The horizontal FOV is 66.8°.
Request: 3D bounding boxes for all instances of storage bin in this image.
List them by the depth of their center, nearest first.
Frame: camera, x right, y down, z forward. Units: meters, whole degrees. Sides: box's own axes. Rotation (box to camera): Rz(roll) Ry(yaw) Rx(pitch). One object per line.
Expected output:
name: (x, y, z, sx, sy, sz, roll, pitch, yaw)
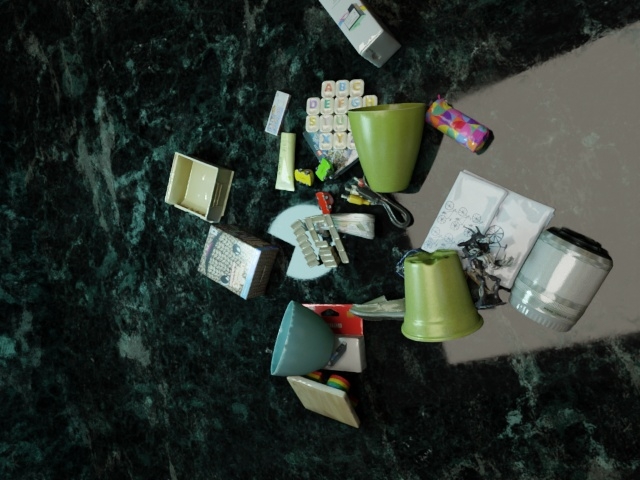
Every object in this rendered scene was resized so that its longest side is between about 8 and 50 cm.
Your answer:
storage bin: (-0.563, -0.243, 2.245, 0.263, 0.123, 0.260, 23, 104, 25)

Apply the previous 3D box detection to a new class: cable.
cable: (0.231, -0.157, 1.873, 0.287, 0.072, 0.139, 32, 76, 8)

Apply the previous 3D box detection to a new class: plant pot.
plant pot: (0.393, 0.171, 1.648, 0.276, 0.276, 0.253, -6, 101, 29)
plant pot: (0.243, -0.330, 1.747, 0.275, 0.275, 0.293, 5, 111, 28)
plant pot: (-0.057, 0.398, 1.884, 0.196, 0.290, 0.290, 16, 103, -8)

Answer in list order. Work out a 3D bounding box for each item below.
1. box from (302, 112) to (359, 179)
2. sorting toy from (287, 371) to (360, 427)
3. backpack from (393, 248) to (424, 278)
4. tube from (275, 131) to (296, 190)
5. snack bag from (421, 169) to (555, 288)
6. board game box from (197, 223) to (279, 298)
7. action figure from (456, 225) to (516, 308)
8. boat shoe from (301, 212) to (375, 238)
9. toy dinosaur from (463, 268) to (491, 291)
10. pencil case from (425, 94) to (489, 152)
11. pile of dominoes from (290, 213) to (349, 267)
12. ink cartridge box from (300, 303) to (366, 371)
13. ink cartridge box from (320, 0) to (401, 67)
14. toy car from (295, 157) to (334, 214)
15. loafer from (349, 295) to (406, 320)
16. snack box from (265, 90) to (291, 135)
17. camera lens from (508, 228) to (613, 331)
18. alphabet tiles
box: (0.050, -0.385, 1.948, 0.159, 0.044, 0.233, -36, 77, 25)
sorting toy: (0.029, 0.612, 1.940, 0.256, 0.089, 0.257, 10, 140, 30)
backpack: (0.350, 0.089, 1.797, 0.105, 0.084, 0.114, 42, 116, 19)
tube: (-0.141, -0.333, 2.050, 0.070, 0.062, 0.239, -146, 59, -65)
snack bag: (0.569, -0.036, 1.674, 0.343, 0.037, 0.322, 30, 98, 23)
board game box: (-0.366, 0.087, 2.151, 0.291, 0.141, 0.231, 25, 105, 25)
action figure: (0.541, 0.076, 1.568, 0.141, 0.164, 0.275, -23, 73, 59)
boat shoe: (0.062, -0.053, 1.928, 0.321, 0.118, 0.102, -2, 88, 22)
toy dinosaur: (0.530, 0.113, 1.721, 0.093, 0.053, 0.183, -26, 81, 26)
pencil case: (0.474, -0.405, 1.690, 0.236, 0.104, 0.104, 41, 111, 18)
pile of dominoes: (0.000, 0.000, 1.933, 0.196, 0.040, 0.251, -5, 123, 29)
ink cartridge box: (0.035, 0.397, 2.001, 0.297, 0.066, 0.260, -4, 93, 28)
ink cartridge box: (0.149, -0.794, 1.776, 0.117, 0.201, 0.278, -39, 76, 25)
toy car: (0.005, -0.247, 1.935, 0.239, 0.053, 0.225, 52, 145, 15)
loafer: (0.236, 0.261, 1.880, 0.252, 0.094, 0.087, -1, 68, 19)
snack box: (-0.182, -0.543, 2.075, 0.064, 0.022, 0.178, 25, 105, 24)
camera lens: (0.742, 0.117, 1.511, 0.220, 0.219, 0.274, 30, 107, 23)
alphabet tiles: (0.081, -0.492, 1.895, 0.285, 0.021, 0.277, 3, 86, 16)
